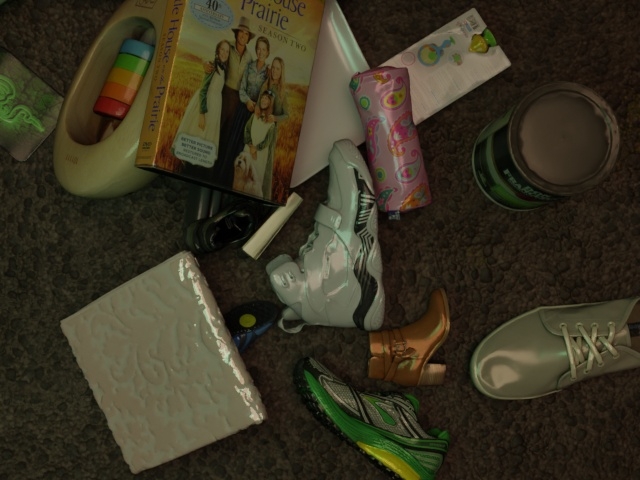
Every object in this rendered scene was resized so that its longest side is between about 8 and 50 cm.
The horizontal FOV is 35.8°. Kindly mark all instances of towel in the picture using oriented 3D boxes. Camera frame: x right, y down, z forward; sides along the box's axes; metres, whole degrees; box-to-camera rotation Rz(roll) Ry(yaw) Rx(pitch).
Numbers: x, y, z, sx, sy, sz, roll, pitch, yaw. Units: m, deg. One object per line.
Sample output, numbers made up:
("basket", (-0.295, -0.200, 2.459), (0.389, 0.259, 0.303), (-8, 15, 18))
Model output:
("towel", (-0.286, 0.228, 1.799), (0.317, 0.053, 0.332), (-27, 87, 24))

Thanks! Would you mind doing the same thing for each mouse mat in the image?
("mouse mat", (-0.594, -0.262, 1.901), (0.189, 0.007, 0.152), (39, 84, 0))

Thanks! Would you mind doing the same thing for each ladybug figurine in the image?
("ladybug figurine", (-0.323, -0.270, 1.811), (0.162, 0.305, 0.449), (31, 83, -47))

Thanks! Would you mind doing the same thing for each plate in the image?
("plate", (-0.026, -0.281, 1.885), (0.277, 0.045, 0.278), (-34, 105, -22))

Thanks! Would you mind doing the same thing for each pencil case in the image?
("pencil case", (0.132, -0.187, 1.876), (0.124, 0.124, 0.284), (-12, 100, -5))

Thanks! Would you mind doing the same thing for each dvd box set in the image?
("dvd box set", (-0.145, -0.294, 1.721), (0.307, 0.062, 0.420), (16, 82, -44))

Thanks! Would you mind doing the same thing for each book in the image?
("book", (-0.095, -0.030, 1.879), (0.035, 0.096, 0.144), (40, 85, -8))

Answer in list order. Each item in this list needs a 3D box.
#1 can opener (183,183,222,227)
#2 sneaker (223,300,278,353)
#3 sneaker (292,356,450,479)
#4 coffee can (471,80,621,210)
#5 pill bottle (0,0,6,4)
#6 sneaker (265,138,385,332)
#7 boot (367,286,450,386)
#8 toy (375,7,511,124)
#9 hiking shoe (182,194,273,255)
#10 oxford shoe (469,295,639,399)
("can opener", (-0.224, -0.151, 1.901), (0.093, 0.074, 0.280), (1, 83, 30))
("sneaker", (-0.169, 0.190, 1.881), (0.209, 0.082, 0.069), (-33, 54, -22))
("sneaker", (0.093, 0.325, 1.866), (0.343, 0.134, 0.146), (38, 77, -10))
("coffee can", (0.411, -0.167, 1.841), (0.201, 0.275, 0.202), (0, 86, -4))
("pill bottle", (-0.618, -0.507, 1.860), (0.208, 0.119, 0.119), (-38, 90, -7))
("sneaker", (0.000, 0.000, 1.849), (0.210, 0.137, 0.366), (-7, 98, -6))
("boot", (0.168, 0.181, 1.900), (0.152, 0.073, 0.197), (5, 83, 0))
("toy", (0.238, -0.336, 1.950), (0.237, 0.056, 0.137), (-32, 87, 0))
("hiking shoe", (-0.142, -0.040, 1.840), (0.227, 0.114, 0.086), (-41, 119, -30))
("oxford shoe", (0.505, 0.197, 1.898), (0.449, 0.130, 0.169), (-13, 89, -4))
